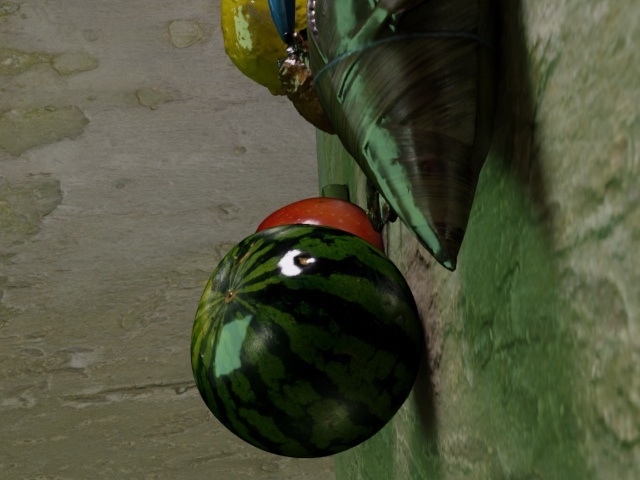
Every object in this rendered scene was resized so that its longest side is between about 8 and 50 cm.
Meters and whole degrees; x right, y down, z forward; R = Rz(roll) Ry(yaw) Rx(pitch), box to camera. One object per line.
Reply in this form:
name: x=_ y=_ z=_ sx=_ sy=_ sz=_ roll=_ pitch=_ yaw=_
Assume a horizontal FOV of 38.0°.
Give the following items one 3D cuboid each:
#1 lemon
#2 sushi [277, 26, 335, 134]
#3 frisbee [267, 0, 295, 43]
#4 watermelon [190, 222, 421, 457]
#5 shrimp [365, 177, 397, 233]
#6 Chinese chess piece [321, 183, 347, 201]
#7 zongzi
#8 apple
lemon: x=-0.066 y=-0.442 z=1.803 sx=0.268 sy=0.268 sz=0.322 roll=-99 pitch=6 yaw=-67
sushi: x=0.016 y=-0.260 z=1.481 sx=0.140 sy=0.149 sz=0.287 roll=53 pitch=-170 yaw=8
frisbee: x=-0.069 y=-0.426 z=1.439 sx=0.242 sy=0.045 sz=0.242 roll=-2 pitch=-90 yaw=-87
watermelon: x=-0.018 y=0.118 z=1.126 sx=0.285 sy=0.285 sz=0.285 roll=177 pitch=90 yaw=-87
shrimp: x=0.089 y=-0.056 z=1.319 sx=0.148 sy=0.035 sz=0.195 roll=-100 pitch=8 yaw=-49
Chinese chess piece: x=0.037 y=-0.058 z=2.127 sx=0.144 sy=0.058 sz=0.144 roll=175 pitch=90 yaw=-87
zongzi: x=0.067 y=-0.077 z=0.715 sx=0.286 sy=0.138 sz=0.300 roll=87 pitch=177 yaw=-68
apple: x=-0.006 y=0.056 z=1.516 sx=0.260 sy=0.216 sz=0.261 roll=180 pitch=90 yaw=-89
